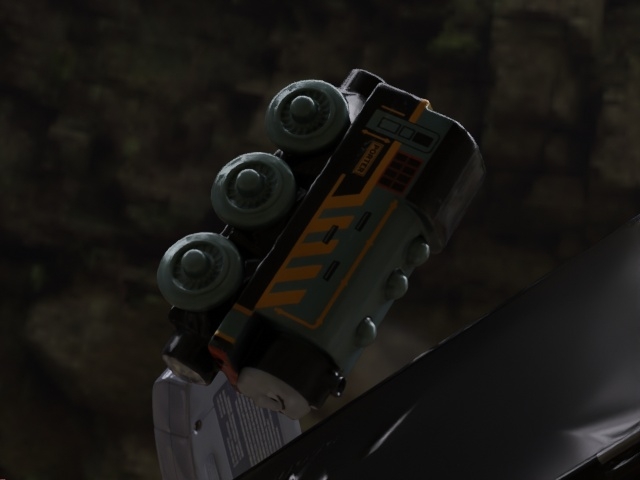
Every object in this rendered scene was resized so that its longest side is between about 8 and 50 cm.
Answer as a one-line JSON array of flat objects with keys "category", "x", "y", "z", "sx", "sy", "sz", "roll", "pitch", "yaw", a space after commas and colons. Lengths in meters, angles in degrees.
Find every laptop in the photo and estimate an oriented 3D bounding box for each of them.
[{"category": "laptop", "x": 0.111, "y": 0.230, "z": 1.090, "sx": 0.382, "sy": 0.408, "sz": 0.236, "roll": -35, "pitch": -19, "yaw": 22}]

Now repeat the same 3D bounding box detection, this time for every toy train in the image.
[{"category": "toy train", "x": 0.000, "y": 0.000, "z": 1.725, "sx": 0.190, "sy": 0.334, "sz": 0.142, "roll": 24, "pitch": -21, "yaw": 26}]

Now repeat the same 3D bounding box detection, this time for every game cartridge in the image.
[{"category": "game cartridge", "x": -0.101, "y": 0.215, "z": 2.181, "sx": 0.060, "sy": 0.196, "sz": 0.294, "roll": 12, "pitch": -46, "yaw": 26}]
